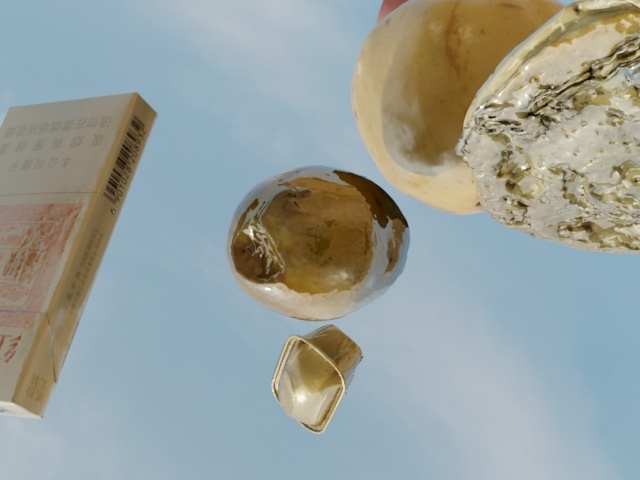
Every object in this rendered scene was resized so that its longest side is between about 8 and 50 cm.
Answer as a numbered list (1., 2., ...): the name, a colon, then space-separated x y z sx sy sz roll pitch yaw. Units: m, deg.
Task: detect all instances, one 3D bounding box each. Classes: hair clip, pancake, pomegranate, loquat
1. hair clip: 0.131 -0.387 1.466 0.054 0.137 0.022 34 -164 28
2. pancake: 0.225 -0.058 0.544 0.283 0.282 0.049 18 -121 -16
3. pomegranate: 0.212 -0.205 1.213 0.343 0.342 0.342 9 -114 -20
4. loquat: 0.000 0.000 1.033 0.227 0.179 0.179 -11 -107 -50

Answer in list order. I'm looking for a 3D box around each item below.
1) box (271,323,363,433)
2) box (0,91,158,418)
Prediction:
1. box: -0.008 0.192 1.260 0.111 0.177 0.111 8 -130 -9
2. box: -0.320 0.006 0.991 0.051 0.205 0.365 48 -131 -50
